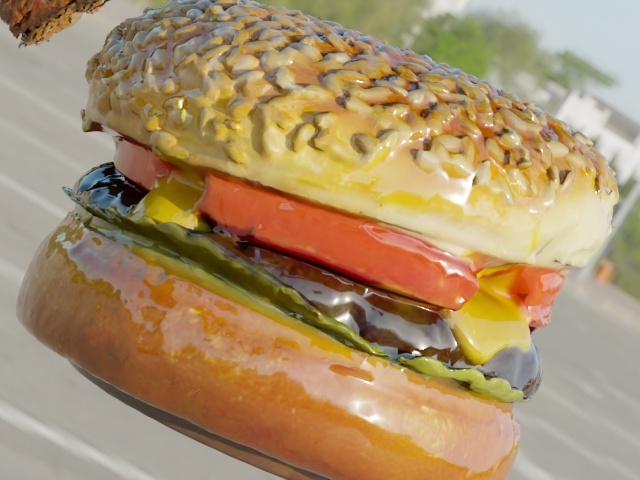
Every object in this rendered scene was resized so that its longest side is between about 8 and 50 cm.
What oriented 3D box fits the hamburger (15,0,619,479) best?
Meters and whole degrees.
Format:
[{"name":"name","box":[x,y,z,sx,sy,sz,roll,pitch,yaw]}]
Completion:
[{"name":"hamburger","box":[0.000,0.000,1.145,0.330,0.250,0.330,25,1,0]}]

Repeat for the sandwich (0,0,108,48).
[{"name":"sandwich","box":[-0.215,-0.260,1.629,0.079,0.235,0.159,-23,89,-55]}]
